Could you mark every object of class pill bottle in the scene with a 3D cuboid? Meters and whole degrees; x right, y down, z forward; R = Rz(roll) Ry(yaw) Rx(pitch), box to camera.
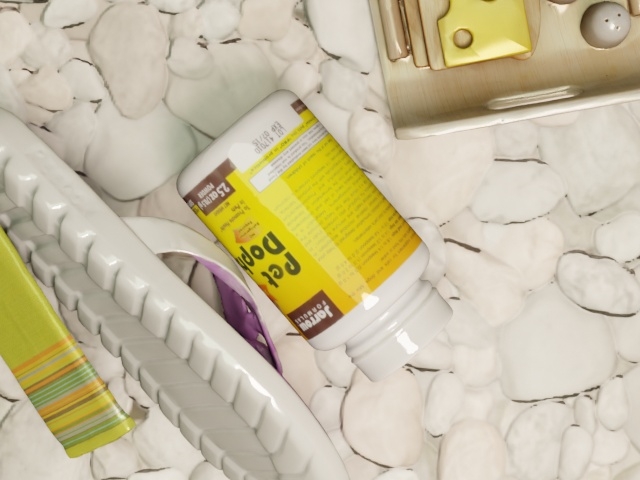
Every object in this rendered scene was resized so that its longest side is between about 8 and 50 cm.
[{"bbox_3d":[0.000,0.000,1.052,0.117,0.117,0.215,-41,93,5],"label":"pill bottle"}]

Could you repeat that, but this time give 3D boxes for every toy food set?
[{"bbox_3d":[0.135,-0.241,1.034,0.220,0.092,0.306,-10,95,3],"label":"toy food set"}]

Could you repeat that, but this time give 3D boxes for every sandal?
[{"bbox_3d":[-0.108,0.041,1.060,0.416,0.169,0.102,47,62,-4],"label":"sandal"}]

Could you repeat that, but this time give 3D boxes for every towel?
[{"bbox_3d":[-0.230,0.059,1.086,0.102,0.021,0.237,-28,96,49],"label":"towel"}]
